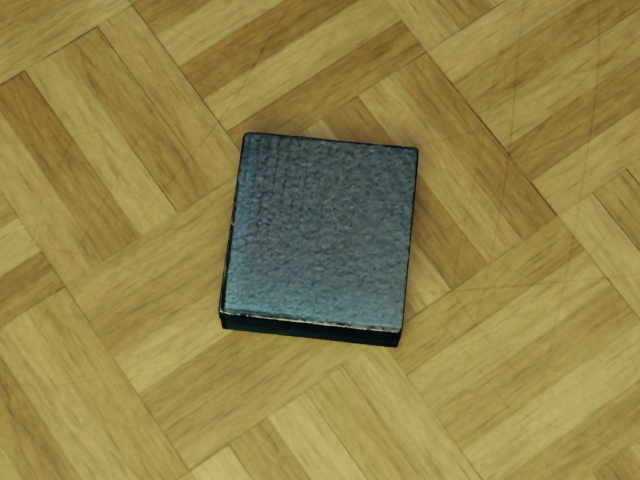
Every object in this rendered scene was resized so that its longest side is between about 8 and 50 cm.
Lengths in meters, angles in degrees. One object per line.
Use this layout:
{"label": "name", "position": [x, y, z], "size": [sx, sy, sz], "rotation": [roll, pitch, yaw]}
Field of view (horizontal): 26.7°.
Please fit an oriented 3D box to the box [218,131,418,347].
{"label": "box", "position": [0.000, 0.000, 1.956], "size": [0.261, 0.116, 0.279], "rotation": [7, 72, 0]}
